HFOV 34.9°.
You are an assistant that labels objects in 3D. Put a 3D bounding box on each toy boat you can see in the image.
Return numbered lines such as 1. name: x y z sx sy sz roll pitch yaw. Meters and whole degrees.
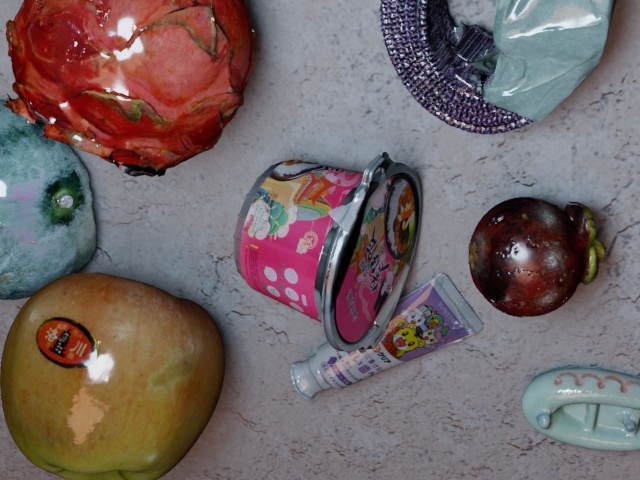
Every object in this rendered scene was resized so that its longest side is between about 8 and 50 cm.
1. toy boat: 0.396 0.253 1.476 0.207 0.079 0.134 10 128 11

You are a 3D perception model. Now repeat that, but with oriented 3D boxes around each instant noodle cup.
1. instant noodle cup: 0.000 0.000 1.353 0.181 0.258 0.303 19 122 24

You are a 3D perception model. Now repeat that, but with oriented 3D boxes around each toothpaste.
1. toothpaste: 0.090 0.154 1.527 0.299 0.073 0.114 -29 110 25

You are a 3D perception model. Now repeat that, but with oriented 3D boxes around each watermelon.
1. watermelon: -0.447 -0.029 1.507 0.175 0.188 0.322 -2 127 29

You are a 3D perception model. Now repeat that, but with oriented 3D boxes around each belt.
1. belt: 0.200 -0.273 1.149 0.260 0.122 0.325 19 131 13

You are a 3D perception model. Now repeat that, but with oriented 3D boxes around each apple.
1. apple: -0.322 0.214 1.527 0.338 0.305 0.338 14 167 3

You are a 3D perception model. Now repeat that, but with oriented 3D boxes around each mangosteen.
1. mangosteen: 0.282 0.017 1.309 0.180 0.166 0.166 -11 124 -9

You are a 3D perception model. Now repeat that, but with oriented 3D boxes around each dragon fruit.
1. dragon fruit: -0.228 -0.230 1.235 0.295 0.296 0.302 27 124 0
